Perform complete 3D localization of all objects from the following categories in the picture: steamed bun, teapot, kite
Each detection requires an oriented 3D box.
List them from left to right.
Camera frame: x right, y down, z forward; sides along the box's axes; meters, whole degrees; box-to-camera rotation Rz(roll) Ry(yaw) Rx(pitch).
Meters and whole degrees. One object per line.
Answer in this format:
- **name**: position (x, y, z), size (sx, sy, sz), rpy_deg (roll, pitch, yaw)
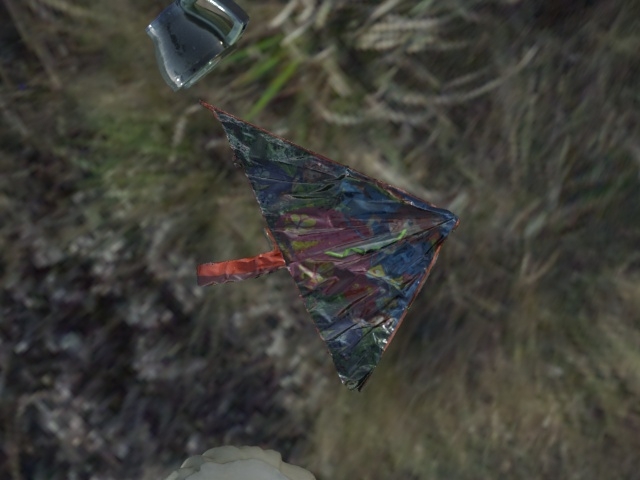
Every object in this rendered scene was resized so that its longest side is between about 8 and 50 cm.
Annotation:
- **teapot**: position (-0.092, -0.153, 1.258), size (0.057, 0.066, 0.088), rpy_deg (50, 132, -5)
- **steamed bun**: position (-0.077, 0.271, 1.492), size (0.183, 0.183, 0.106), rpy_deg (27, 155, 7)
- **kite**: position (0.000, 0.000, 1.118), size (0.189, 0.009, 0.232), rpy_deg (-15, 112, 20)
